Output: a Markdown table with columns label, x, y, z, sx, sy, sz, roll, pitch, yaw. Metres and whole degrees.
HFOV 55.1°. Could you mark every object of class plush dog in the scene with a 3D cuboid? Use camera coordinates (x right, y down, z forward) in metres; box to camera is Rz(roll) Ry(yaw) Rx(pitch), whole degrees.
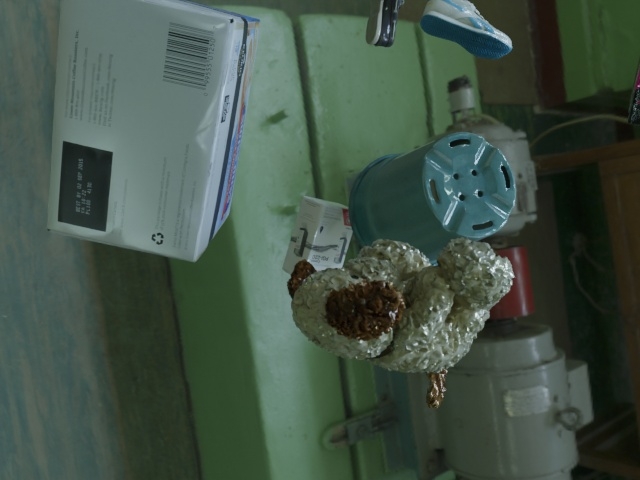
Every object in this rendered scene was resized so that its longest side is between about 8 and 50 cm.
| label | x | y | z | sx | sy | sz | roll | pitch | yaw |
| --- | --- | --- | --- | --- | --- | --- | --- | --- | --- |
| plush dog | 0.070 | 0.090 | 0.751 | 0.225 | 0.262 | 0.211 | 11 | 85 | -25 |

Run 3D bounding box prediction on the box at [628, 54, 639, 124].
| label | x | y | z | sx | sy | sz | roll | pitch | yaw |
| --- | --- | --- | --- | --- | --- | --- | --- | --- | --- |
| box | 0.686 | -0.352 | 1.162 | 0.163 | 0.142 | 0.247 | -45 | 142 | -53 |

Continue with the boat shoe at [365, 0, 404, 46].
| label | x | y | z | sx | sy | sz | roll | pitch | yaw |
| --- | --- | --- | --- | --- | --- | --- | --- | --- | --- |
| boat shoe | 0.159 | -0.555 | 1.434 | 0.065 | 0.075 | 0.206 | 9 | 96 | -25 |

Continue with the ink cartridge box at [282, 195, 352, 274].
| label | x | y | z | sx | sy | sz | roll | pitch | yaw |
| --- | --- | --- | --- | --- | --- | --- | --- | --- | --- |
| ink cartridge box | 0.000 | 0.000 | 1.718 | 0.158 | 0.092 | 0.218 | 7 | 104 | -47 |

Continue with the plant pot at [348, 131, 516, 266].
| label | x | y | z | sx | sy | sz | roll | pitch | yaw |
| --- | --- | --- | --- | --- | --- | --- | --- | --- | --- |
| plant pot | 0.288 | -0.103 | 1.550 | 0.341 | 0.334 | 0.341 | 3 | 79 | -18 |

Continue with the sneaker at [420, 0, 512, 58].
| label | x | y | z | sx | sy | sz | roll | pitch | yaw |
| --- | --- | --- | --- | --- | --- | --- | --- | --- | --- |
| sneaker | 0.352 | -0.506 | 1.442 | 0.228 | 0.087 | 0.092 | 23 | 71 | -9 |

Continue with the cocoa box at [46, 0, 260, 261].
| label | x | y | z | sx | sy | sz | roll | pitch | yaw |
| --- | --- | --- | --- | --- | --- | --- | --- | --- | --- |
| cocoa box | -0.242 | -0.182 | 0.920 | 0.231 | 0.228 | 0.347 | 13 | 110 | 0 |
